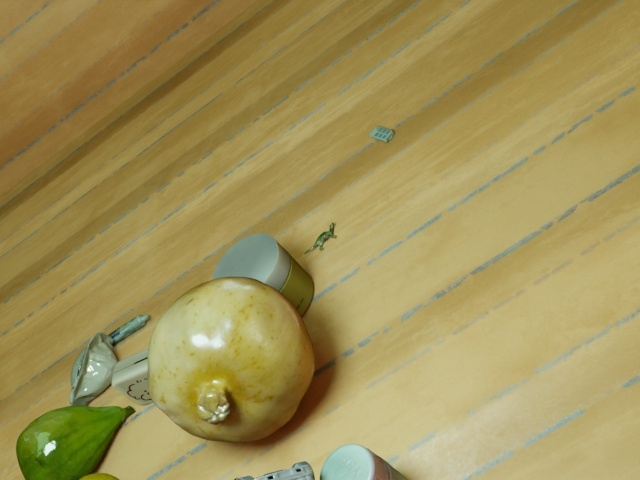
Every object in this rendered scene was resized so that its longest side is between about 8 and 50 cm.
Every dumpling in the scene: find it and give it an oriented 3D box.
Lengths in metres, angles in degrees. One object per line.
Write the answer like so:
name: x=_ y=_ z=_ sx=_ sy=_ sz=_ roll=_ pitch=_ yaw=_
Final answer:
dumpling: x=-0.690 y=0.388 z=2.178 sx=0.142 sy=0.172 sz=0.247 roll=11 pitch=64 yaw=10

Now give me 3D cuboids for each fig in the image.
fig: x=-0.698 y=0.563 z=2.021 sx=0.233 sy=0.233 sz=0.314 roll=-7 pitch=23 yaw=36

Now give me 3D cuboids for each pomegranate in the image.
pomegranate: x=-0.207 y=0.281 z=1.680 sx=0.411 sy=0.411 sz=0.411 roll=-23 pitch=43 yaw=23

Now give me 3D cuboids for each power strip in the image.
power strip: x=0.186 y=-0.324 z=2.211 sx=0.040 sy=0.016 sz=0.090 roll=-50 pitch=40 yaw=-9

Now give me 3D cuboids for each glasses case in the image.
glasses case: x=-0.405 y=0.345 z=1.993 sx=0.336 sy=0.144 sz=0.076 roll=-26 pitch=41 yaw=21

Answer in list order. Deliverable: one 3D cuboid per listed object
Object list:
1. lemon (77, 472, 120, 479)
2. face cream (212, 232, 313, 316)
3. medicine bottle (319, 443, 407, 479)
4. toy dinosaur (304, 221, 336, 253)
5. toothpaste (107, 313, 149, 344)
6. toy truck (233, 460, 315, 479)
lemon: x=-0.546 y=0.670 z=1.772 sx=0.187 sy=0.187 sz=0.244 roll=-52 pitch=30 yaw=-11
face cream: x=-0.153 y=0.119 z=1.957 sx=0.218 sy=0.179 sz=0.218 roll=-23 pitch=43 yaw=23
medicine bottle: x=0.092 y=0.487 z=1.423 sx=0.135 sy=0.168 sz=0.135 roll=-22 pitch=43 yaw=22
toy dinosaur: x=0.001 y=0.000 z=2.069 sx=0.119 sy=0.029 sz=0.060 roll=-44 pitch=23 yaw=7
toothpaste: x=-0.635 y=0.295 z=2.318 sx=0.233 sy=0.038 sz=0.060 roll=-32 pitch=36 yaw=18
toy truck: x=-0.111 y=0.581 z=1.420 sx=0.178 sy=0.176 sz=0.363 roll=60 pitch=138 yaw=34
